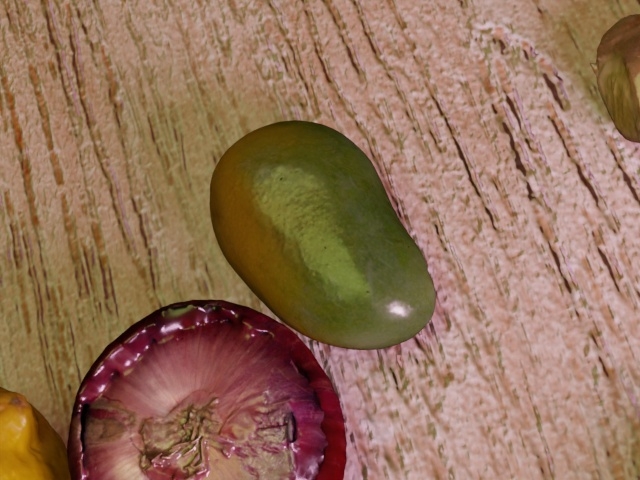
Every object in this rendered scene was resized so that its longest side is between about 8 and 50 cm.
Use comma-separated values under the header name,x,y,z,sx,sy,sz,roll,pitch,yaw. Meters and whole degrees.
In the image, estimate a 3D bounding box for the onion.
name,x,y,z,sx,sy,sz,roll,pitch,yaw
onion,-0.090,0.171,1.048,0.248,0.161,0.248,-5,77,23

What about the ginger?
name,x,y,z,sx,sy,sz,roll,pitch,yaw
ginger,0.327,-0.166,1.023,0.213,0.074,0.137,-35,56,3

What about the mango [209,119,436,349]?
name,x,y,z,sx,sy,sz,roll,pitch,yaw
mango,0.000,0.000,1.107,0.156,0.114,0.251,-36,68,-2

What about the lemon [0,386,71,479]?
name,x,y,z,sx,sy,sz,roll,pitch,yaw
lemon,-0.337,0.250,1.108,0.233,0.233,0.288,43,103,35
